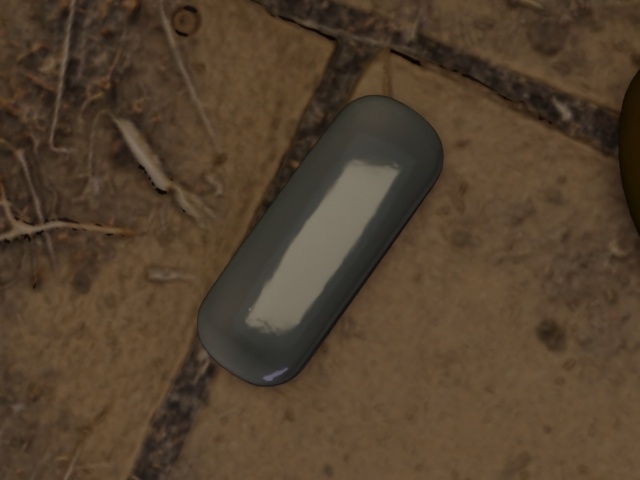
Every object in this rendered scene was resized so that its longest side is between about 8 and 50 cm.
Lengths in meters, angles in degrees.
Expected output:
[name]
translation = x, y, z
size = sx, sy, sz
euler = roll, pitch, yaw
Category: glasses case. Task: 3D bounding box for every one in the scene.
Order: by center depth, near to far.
[glasses case]
translation = 0.000, 0.000, 1.058
size = 0.067, 0.045, 0.178
euler = 35, 88, 6

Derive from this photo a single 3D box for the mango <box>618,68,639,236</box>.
[mango]
translation = 0.234, -0.025, 1.028
size = 0.130, 0.092, 0.195
euler = -30, 92, 1
